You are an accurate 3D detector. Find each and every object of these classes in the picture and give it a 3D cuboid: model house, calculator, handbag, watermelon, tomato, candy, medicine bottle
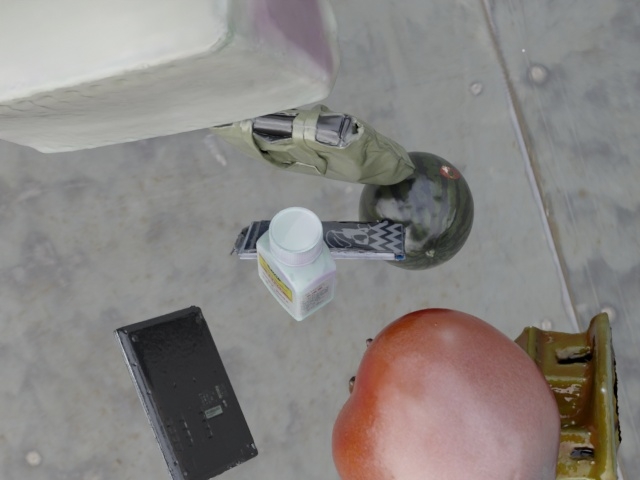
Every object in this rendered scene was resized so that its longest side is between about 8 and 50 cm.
[{"bbox_3d":[0.354,0.262,1.686,0.239,0.268,0.173,-3,123,17],"label":"model house"},{"bbox_3d":[0.000,0.001,1.702,0.274,0.165,0.028,1,109,5],"label":"calculator"},{"bbox_3d":[-0.027,-0.167,1.720,0.316,0.253,0.109,12,84,24],"label":"handbag"},{"bbox_3d":[0.168,-0.051,1.862,0.212,0.212,0.212,2,100,11],"label":"watermelon"},{"bbox_3d":[0.182,0.262,1.465,0.322,0.321,0.321,2,100,11],"label":"tomato"},{"bbox_3d":[-0.184,-0.185,0.978,0.359,0.208,0.145,-9,81,22],"label":"candy"},{"bbox_3d":[-0.024,0.019,1.039,0.055,0.118,0.074,-32,67,-18],"label":"medicine bottle"}]

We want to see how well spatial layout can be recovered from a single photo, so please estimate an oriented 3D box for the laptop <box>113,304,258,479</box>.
[{"bbox_3d":[-0.138,0.162,1.112,0.016,0.129,0.180,-28,82,35],"label":"laptop"}]
